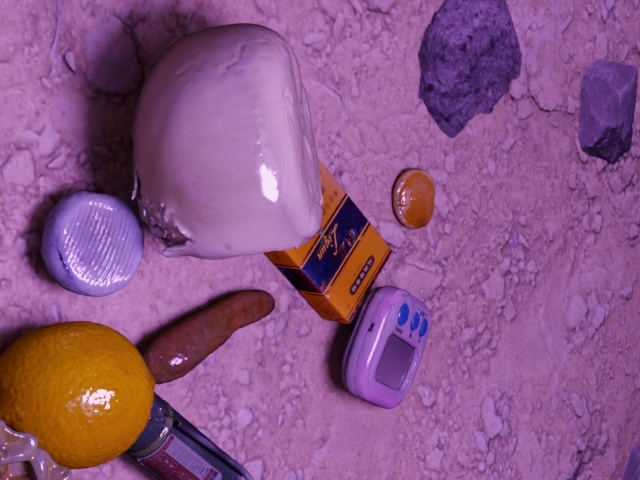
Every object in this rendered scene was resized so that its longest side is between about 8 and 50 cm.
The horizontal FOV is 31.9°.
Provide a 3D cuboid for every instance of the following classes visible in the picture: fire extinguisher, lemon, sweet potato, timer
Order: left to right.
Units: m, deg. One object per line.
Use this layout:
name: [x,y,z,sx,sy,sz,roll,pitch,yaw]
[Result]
lemon: [-0.309,0.193,1.400,0.244,0.187,0.186,-2,95,-40]
fire extinguisher: [-0.182,0.320,1.593,0.294,0.118,0.093,49,20,-35]
sweet potato: [-0.158,0.127,1.621,0.273,0.075,0.075,-32,115,-42]
timer: [0.109,0.176,1.849,0.208,0.069,0.190,38,71,-62]

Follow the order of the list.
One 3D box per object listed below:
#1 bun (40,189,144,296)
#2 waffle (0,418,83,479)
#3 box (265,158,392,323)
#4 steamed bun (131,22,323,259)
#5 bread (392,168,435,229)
bun: [-0.301,0.005,1.462,0.141,0.083,0.140,3,84,-37]
waffle: [-0.429,0.347,1.303,0.309,0.056,0.292,-46,121,2]
box: [0.000,0.000,1.762,0.237,0.070,0.152,49,61,-32]
steamed bun: [-0.132,-0.127,1.497,0.334,0.233,0.311,4,77,-83]
bread: [0.164,-0.072,1.940,0.110,0.024,0.110,-6,98,-44]
